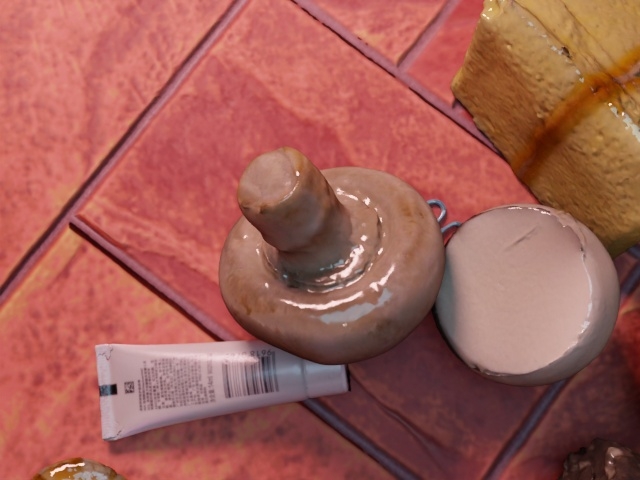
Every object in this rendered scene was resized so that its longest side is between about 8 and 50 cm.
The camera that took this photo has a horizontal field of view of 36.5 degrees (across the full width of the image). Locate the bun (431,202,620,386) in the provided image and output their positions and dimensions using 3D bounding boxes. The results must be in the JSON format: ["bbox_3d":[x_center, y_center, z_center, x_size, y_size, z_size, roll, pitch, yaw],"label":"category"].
[{"bbox_3d":[0.195,0.052,0.909,0.172,0.120,0.173,-4,83,30],"label":"bun"}]

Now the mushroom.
[{"bbox_3d":[0.000,0.001,0.874,0.206,0.206,0.209,-31,108,-6],"label":"mushroom"}]

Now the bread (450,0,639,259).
[{"bbox_3d":[0.295,-0.160,0.914,0.236,0.198,0.263,-38,84,-13],"label":"bread"}]

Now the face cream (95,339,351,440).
[{"bbox_3d":[-0.092,0.132,0.925,0.243,0.058,0.092,-7,83,2],"label":"face cream"}]

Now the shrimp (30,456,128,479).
[{"bbox_3d":[-0.232,0.315,0.899,0.150,0.051,0.217,20,78,-7],"label":"shrimp"}]

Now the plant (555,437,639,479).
[{"bbox_3d":[0.331,0.301,0.878,0.274,0.146,0.149,35,101,1],"label":"plant"}]

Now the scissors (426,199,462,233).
[{"bbox_3d":[0.091,0.013,0.965,0.119,0.014,0.058,-43,85,-10],"label":"scissors"}]
